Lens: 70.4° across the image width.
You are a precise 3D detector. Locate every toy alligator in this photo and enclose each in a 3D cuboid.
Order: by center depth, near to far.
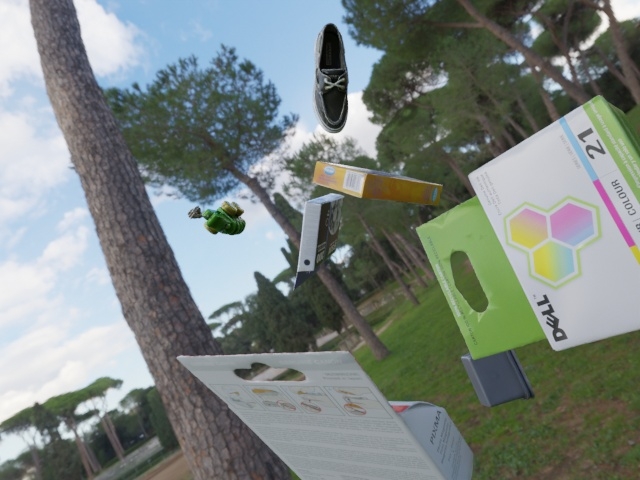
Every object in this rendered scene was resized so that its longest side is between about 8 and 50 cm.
[{"bbox_3d":[-0.162,-0.030,0.759,0.056,0.051,0.190,-46,-4,8],"label":"toy alligator"}]

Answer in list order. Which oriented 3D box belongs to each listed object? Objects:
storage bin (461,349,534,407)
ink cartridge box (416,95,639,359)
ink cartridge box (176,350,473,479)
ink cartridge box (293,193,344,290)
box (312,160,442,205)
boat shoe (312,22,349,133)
[{"bbox_3d":[0.357,0.275,0.941,0.091,0.135,0.098,-19,-14,-5],"label":"storage bin"},{"bbox_3d":[0.208,0.015,0.458,0.097,0.188,0.255,-5,-21,-47],"label":"ink cartridge box"},{"bbox_3d":[0.011,0.157,0.419,0.189,0.232,0.066,-12,31,34],"label":"ink cartridge box"},{"bbox_3d":[0.000,0.000,1.083,0.206,0.045,0.208,-33,-46,-70],"label":"ink cartridge box"},{"bbox_3d":[0.069,-0.062,0.500,0.136,0.081,0.028,-1,-73,-39],"label":"box"},{"bbox_3d":[0.020,-0.339,0.957,0.078,0.219,0.070,-7,6,-7],"label":"boat shoe"}]
